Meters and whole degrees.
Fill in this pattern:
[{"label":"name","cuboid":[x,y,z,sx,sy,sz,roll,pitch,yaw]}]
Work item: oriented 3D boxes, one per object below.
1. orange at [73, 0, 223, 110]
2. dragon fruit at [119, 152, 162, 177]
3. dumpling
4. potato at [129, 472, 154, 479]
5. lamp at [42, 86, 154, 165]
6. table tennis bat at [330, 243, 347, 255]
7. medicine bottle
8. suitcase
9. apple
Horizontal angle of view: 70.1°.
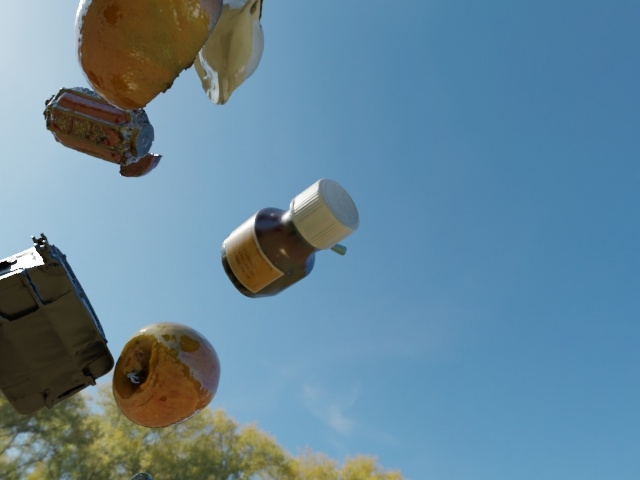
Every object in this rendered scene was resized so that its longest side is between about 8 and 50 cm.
[{"label":"orange","cuboid":[-0.334,-0.415,0.901,0.310,0.274,0.274,-19,-53,-11]},{"label":"dragon fruit","cuboid":[-0.704,-0.300,1.823,0.121,0.161,0.127,22,-81,6]},{"label":"dumpling","cuboid":[-0.290,-0.601,1.373,0.260,0.181,0.341,34,-48,32]},{"label":"potato","cuboid":[-0.393,0.569,0.917,0.085,0.188,0.105,11,-36,8]},{"label":"lamp","cuboid":[-0.599,-0.312,1.240,0.274,0.177,0.177,19,-48,1]},{"label":"table tennis bat","cuboid":[0.000,0.000,1.627,0.237,0.038,0.149,27,-64,-34]},{"label":"medicine bottle","cuboid":[-0.078,-0.005,1.299,0.395,0.242,0.242,-30,-67,26]},{"label":"suitcase","cuboid":[-0.731,0.218,1.159,0.194,0.283,0.433,27,-43,50]},{"label":"apple","cuboid":[-0.423,0.380,1.290,0.299,0.299,0.275,-15,-35,29]}]
